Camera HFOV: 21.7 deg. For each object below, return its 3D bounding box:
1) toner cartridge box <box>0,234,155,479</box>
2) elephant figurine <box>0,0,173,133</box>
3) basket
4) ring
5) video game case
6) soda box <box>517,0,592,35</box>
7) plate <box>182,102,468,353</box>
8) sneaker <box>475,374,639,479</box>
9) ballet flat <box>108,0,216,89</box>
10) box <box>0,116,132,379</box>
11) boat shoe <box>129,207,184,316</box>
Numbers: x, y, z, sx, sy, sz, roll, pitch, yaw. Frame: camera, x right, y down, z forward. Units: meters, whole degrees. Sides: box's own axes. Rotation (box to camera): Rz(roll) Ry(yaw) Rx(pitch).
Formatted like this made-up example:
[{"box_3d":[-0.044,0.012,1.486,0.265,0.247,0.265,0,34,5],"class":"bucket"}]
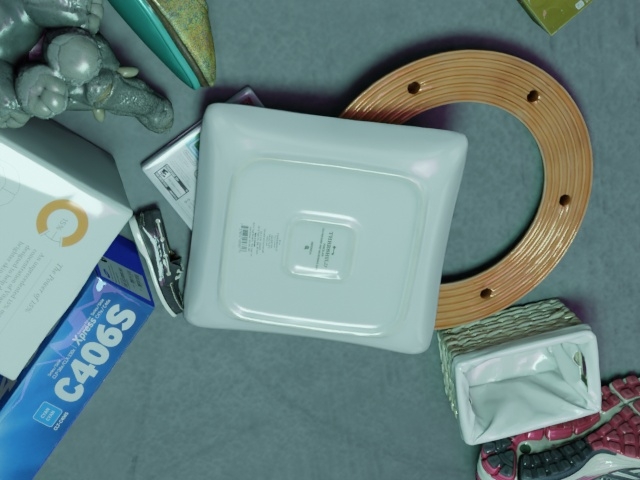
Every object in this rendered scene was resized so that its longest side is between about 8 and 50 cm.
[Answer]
[{"box_3d":[-0.308,0.155,1.744,0.075,0.165,0.348,31,102,-23],"class":"toner cartridge box"},{"box_3d":[-0.262,-0.180,1.628,0.169,0.239,0.186,-13,90,9],"class":"elephant figurine"},{"box_3d":[0.224,0.146,1.906,0.167,0.103,0.113,-13,116,-7],"class":"basket"},{"box_3d":[0.140,-0.054,1.827,0.336,0.032,0.336,-7,117,-15],"class":"ring"},{"box_3d":[-0.089,-0.064,1.783,0.143,0.019,0.157,-36,116,3],"class":"video game case"},{"box_3d":[0.203,-0.302,1.727,0.061,0.058,0.181,-40,116,6],"class":"soda box"},{"box_3d":[0.000,0.000,1.761,0.278,0.045,0.277,7,121,-2],"class":"plate"},{"box_3d":[0.324,0.243,1.982,0.299,0.121,0.112,-7,144,-12],"class":"sneaker"},{"box_3d":[-0.194,-0.294,1.608,0.123,0.123,0.348,-42,116,7],"class":"ballet flat"},{"box_3d":[-0.391,-0.055,1.628,0.345,0.168,0.215,32,102,-23],"class":"box"},{"box_3d":[-0.167,0.023,1.789,0.038,0.046,0.125,-21,108,1],"class":"boat shoe"}]
